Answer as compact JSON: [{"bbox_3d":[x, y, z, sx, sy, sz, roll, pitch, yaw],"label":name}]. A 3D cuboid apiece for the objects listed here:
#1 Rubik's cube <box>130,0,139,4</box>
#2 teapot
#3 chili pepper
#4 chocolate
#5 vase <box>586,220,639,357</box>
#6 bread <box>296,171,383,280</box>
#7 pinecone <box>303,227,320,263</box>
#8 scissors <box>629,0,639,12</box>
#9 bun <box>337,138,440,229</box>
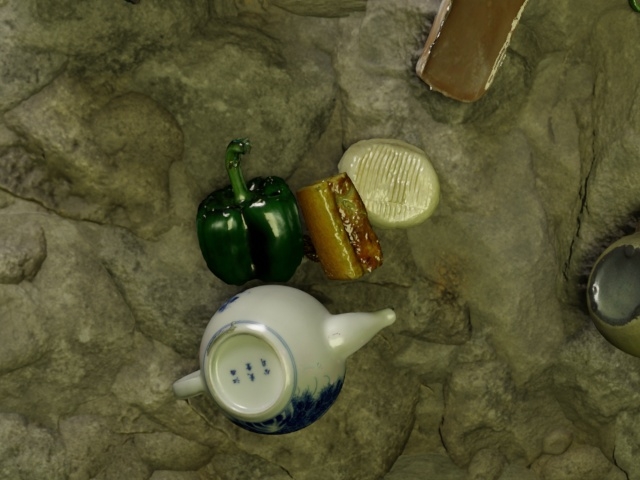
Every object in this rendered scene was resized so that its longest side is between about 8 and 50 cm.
[{"bbox_3d":[-0.333,-0.548,1.073,0.292,0.290,0.291,32,96,-13],"label":"Rubik's cube"},{"bbox_3d":[-0.072,0.200,1.307,0.424,0.280,0.252,-22,86,20],"label":"teapot"},{"bbox_3d":[-0.119,-0.051,1.287,0.174,0.165,0.261,-5,106,12],"label":"chili pepper"},{"bbox_3d":[0.256,-0.374,1.313,0.161,0.083,0.261,21,100,-30],"label":"chocolate"},{"bbox_3d":[0.682,0.076,1.431,0.302,0.241,0.329,17,74,-24],"label":"vase"},{"bbox_3d":[0.032,-0.023,1.265,0.103,0.132,0.172,-25,96,-18],"label":"bread"},{"bbox_3d":[0.000,0.000,1.364,0.077,0.077,0.083,-1,86,-9],"label":"pinecone"},{"bbox_3d":[0.650,-0.503,1.372,0.101,0.027,0.204,25,100,-15],"label":"scissors"},{"bbox_3d":[0.120,-0.100,1.346,0.188,0.111,0.164,10,89,-3],"label":"bun"}]
